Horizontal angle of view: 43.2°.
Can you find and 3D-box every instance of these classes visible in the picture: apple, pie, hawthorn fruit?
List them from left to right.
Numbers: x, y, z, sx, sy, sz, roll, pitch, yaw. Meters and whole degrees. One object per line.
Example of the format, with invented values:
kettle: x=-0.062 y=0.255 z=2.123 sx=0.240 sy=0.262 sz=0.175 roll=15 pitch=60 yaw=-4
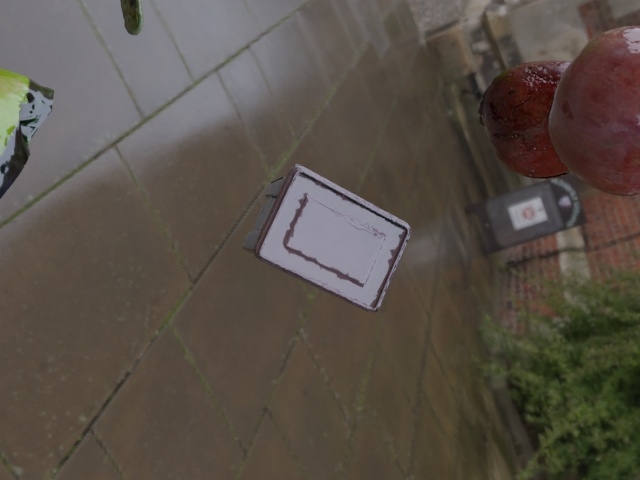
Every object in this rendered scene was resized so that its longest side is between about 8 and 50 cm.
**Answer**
pie: x=-0.231 y=-0.292 z=0.988 sx=0.085 sy=0.017 sz=0.085 roll=169 pitch=-90 yaw=-68
hawthorn fruit: x=0.278 y=-0.145 z=0.946 sx=0.148 sy=0.172 sz=0.148 roll=14 pitch=71 yaw=-49
apple: x=0.276 y=-0.121 z=0.734 sx=0.153 sy=0.120 sz=0.153 roll=-43 pitch=150 yaw=-33

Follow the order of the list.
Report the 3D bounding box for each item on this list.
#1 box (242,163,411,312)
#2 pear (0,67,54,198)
box: x=0.000 y=0.000 z=0.492 sx=0.084 sy=0.063 sz=0.060 roll=26 pitch=81 yaw=-17
pear: x=-0.558 y=-0.117 z=1.078 sx=0.165 sy=0.398 sz=0.399 roll=49 pitch=29 yaw=-33
